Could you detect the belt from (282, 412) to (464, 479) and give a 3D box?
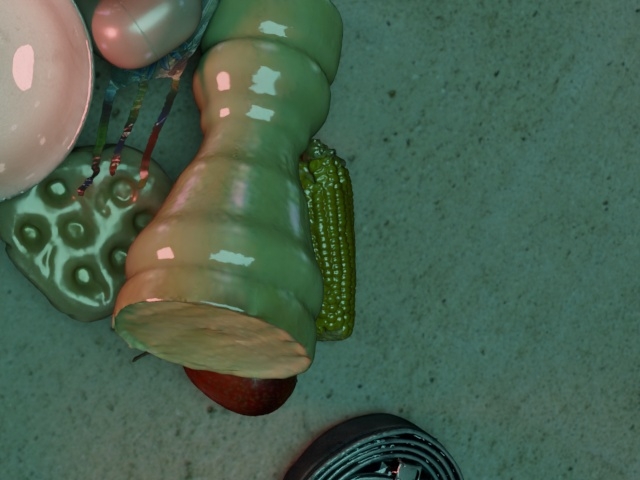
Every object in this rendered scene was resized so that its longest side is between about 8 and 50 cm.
[{"bbox_3d":[0.055,0.343,1.707,0.267,0.116,0.207,-27,104,-13],"label":"belt"}]

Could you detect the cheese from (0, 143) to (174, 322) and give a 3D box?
[{"bbox_3d":[-0.277,-0.014,1.607,0.235,0.117,0.218,15,93,-11],"label":"cheese"}]

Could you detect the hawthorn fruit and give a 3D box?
[{"bbox_3d":[-0.119,0.126,1.649,0.203,0.162,0.163,19,89,2],"label":"hawthorn fruit"}]

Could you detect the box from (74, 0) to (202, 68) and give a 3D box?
[{"bbox_3d":[-0.218,-0.275,1.536,0.146,0.200,0.088,-35,131,-7],"label":"box"}]

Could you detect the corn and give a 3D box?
[{"bbox_3d":[0.000,0.000,1.685,0.097,0.097,0.262,-7,99,-12],"label":"corn"}]

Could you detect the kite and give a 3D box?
[{"bbox_3d":[-0.195,-0.193,1.541,0.015,0.169,0.310,39,50,-45],"label":"kite"}]

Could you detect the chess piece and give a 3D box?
[{"bbox_3d":[-0.085,-0.083,1.533,0.234,0.234,0.442,15,66,-13],"label":"chess piece"}]

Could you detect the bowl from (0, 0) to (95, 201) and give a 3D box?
[{"bbox_3d":[-0.414,-0.206,1.530,0.313,0.146,0.314,-2,108,-7],"label":"bowl"}]
